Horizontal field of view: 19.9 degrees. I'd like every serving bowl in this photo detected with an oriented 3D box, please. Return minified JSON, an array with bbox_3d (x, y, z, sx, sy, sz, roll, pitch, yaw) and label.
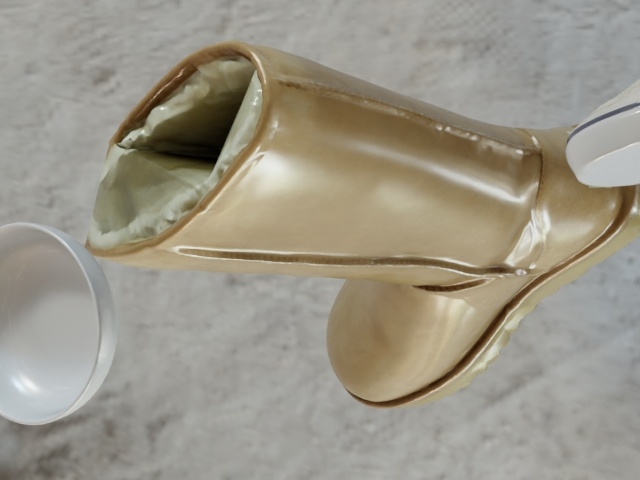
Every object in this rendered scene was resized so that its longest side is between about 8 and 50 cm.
[{"bbox_3d":[-0.113,0.033,0.752,0.027,0.083,0.083,-5,100,-54],"label":"serving bowl"}]

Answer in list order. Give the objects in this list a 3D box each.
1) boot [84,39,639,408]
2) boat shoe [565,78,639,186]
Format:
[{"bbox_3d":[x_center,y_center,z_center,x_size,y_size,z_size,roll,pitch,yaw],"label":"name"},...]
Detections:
[{"bbox_3d":[0.000,0.000,0.866,0.269,0.236,0.089,5,51,-44],"label":"boot"},{"bbox_3d":[0.101,-0.044,0.423,0.100,0.035,0.035,-23,70,9],"label":"boat shoe"}]
